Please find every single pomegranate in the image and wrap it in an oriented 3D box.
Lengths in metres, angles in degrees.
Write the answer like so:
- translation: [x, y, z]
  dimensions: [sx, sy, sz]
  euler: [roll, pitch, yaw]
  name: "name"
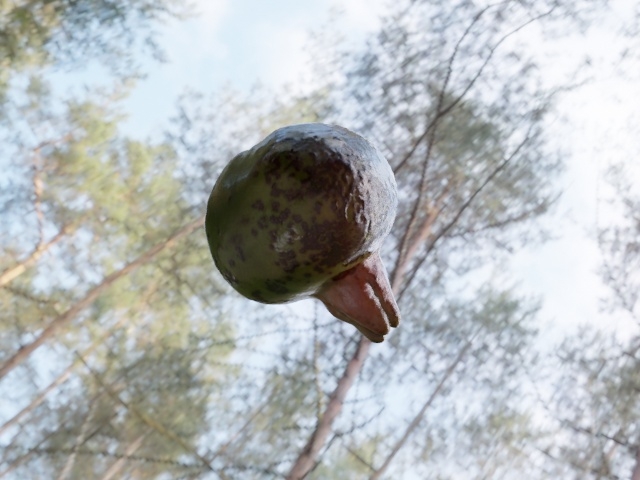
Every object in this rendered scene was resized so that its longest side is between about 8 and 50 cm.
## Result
- translation: [0.000, 0.000, 1.301]
  dimensions: [0.214, 0.214, 0.248]
  euler: [-39, -96, 35]
  name: "pomegranate"
